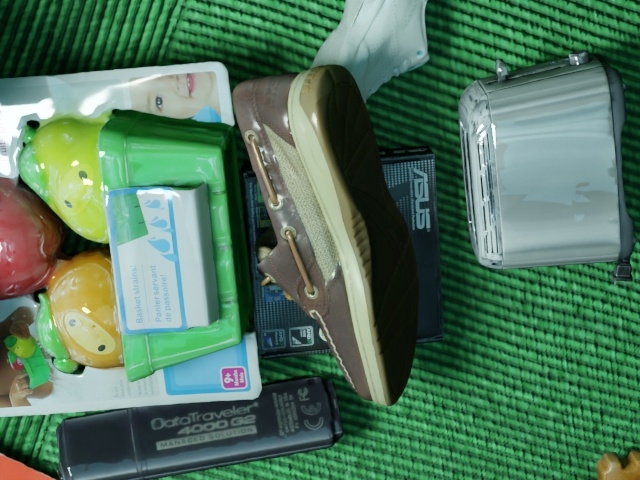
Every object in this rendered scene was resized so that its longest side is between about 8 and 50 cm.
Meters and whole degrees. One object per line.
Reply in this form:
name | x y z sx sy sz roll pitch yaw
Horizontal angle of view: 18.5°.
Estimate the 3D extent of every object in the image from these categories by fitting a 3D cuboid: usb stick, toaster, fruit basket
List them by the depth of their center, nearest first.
fruit basket | -0.242 0.010 1.787 0.353 0.165 0.327 -5 106 -1
toaster | 0.210 -0.062 1.832 0.146 0.129 0.227 -7 108 0
usb stick | -0.119 0.187 1.898 0.278 0.045 0.077 -10 65 -3

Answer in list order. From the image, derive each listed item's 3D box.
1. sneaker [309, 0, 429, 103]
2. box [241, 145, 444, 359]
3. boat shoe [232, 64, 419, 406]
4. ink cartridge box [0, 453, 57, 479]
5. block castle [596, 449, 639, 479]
sneaker | 0.052 -0.170 1.816 0.094 0.080 0.212 21 101 -23
box | 0.022 0.012 1.874 0.184 0.045 0.190 -4 106 -3
boat shoe | 0.000 0.000 1.798 0.123 0.123 0.342 -2 123 26
ink cartridge box | -0.445 0.306 1.837 0.385 0.091 0.308 28 105 -25
block castle | 0.345 0.339 1.862 0.453 0.303 0.213 -5 105 -6
